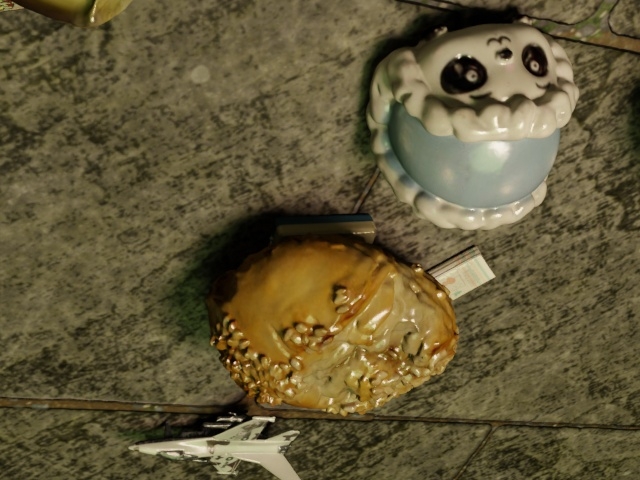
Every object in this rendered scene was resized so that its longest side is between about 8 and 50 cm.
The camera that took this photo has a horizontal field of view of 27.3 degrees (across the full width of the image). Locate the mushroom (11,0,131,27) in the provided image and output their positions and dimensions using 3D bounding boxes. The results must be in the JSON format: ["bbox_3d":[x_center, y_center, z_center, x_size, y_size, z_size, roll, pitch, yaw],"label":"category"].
[{"bbox_3d":[-0.198,-0.349,0.996,0.217,0.212,0.292,27,133,7],"label":"mushroom"}]

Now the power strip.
[{"bbox_3d":[0.000,0.000,1.512,0.123,0.032,0.056,-2,134,-20],"label":"power strip"}]

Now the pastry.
[{"bbox_3d":[0.024,0.110,1.509,0.255,0.162,0.311,-29,146,36],"label":"pastry"}]

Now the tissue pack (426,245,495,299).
[{"bbox_3d":[0.159,0.051,1.639,0.108,0.023,0.056,-28,137,8],"label":"tissue pack"}]

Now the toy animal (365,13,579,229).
[{"bbox_3d":[0.168,-0.120,1.364,0.208,0.156,0.204,-9,141,-19],"label":"toy animal"}]

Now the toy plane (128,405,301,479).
[{"bbox_3d":[-0.132,0.260,1.715,0.234,0.082,0.160,15,139,-16],"label":"toy plane"}]

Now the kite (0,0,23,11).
[{"bbox_3d":[-0.230,-0.276,1.142,0.244,0.006,0.198,-37,136,18],"label":"kite"}]
